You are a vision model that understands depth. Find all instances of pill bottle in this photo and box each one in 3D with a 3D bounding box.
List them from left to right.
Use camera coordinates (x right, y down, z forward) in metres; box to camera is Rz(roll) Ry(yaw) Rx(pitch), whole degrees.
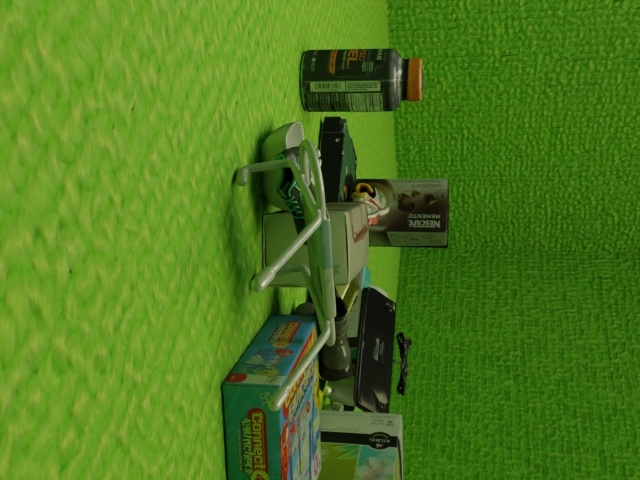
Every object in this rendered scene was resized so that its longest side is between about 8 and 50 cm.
[{"bbox_3d":[0.098,0.262,1.999,0.161,0.161,0.283,77,17,-55],"label":"pill bottle"},{"bbox_3d":[0.089,-0.332,1.629,0.130,0.246,0.130,1,90,-80],"label":"pill bottle"}]

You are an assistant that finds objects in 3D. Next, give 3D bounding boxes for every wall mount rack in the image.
[{"bbox_3d":[-0.043,0.049,1.109,0.304,0.130,0.350,-111,-167,-55],"label":"wall mount rack"}]

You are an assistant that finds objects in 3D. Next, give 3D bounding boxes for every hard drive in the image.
[{"bbox_3d":[0.036,-0.095,1.883,0.237,0.064,0.339,65,29,-68],"label":"hard drive"}]

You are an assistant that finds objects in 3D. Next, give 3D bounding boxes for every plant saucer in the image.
[{"bbox_3d":[0.037,0.145,1.790,0.188,0.045,0.188,-65,166,-9],"label":"plant saucer"}]

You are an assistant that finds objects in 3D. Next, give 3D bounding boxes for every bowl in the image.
[{"bbox_3d":[-0.065,-0.129,1.341,0.142,0.053,0.142,-60,151,-70],"label":"bowl"}]

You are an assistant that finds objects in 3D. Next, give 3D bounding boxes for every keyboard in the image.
[{"bbox_3d":[0.151,0.281,1.897,0.201,0.033,0.317,35,49,-35],"label":"keyboard"}]

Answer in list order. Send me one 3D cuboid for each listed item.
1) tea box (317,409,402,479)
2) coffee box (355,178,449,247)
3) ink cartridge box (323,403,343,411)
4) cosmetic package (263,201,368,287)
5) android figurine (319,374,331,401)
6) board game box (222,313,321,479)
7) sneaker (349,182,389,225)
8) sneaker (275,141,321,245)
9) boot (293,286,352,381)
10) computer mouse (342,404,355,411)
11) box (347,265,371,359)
[{"bbox_3d":[0.059,0.589,1.658,0.323,0.220,0.329,-71,160,-62],"label":"tea box"},{"bbox_3d":[0.210,-0.076,2.200,0.119,0.297,0.168,68,25,-65],"label":"coffee box"},{"bbox_3d":[0.023,0.546,1.937,0.181,0.056,0.224,-65,153,-65],"label":"ink cartridge box"},{"bbox_3d":[0.000,0.000,1.451,0.296,0.153,0.129,-37,126,-79],"label":"cosmetic package"},{"bbox_3d":[-0.008,0.304,1.593,0.273,0.056,0.248,-57,164,-69],"label":"android figurine"},{"bbox_3d":[-0.069,0.312,1.281,0.308,0.086,0.302,-55,146,-72],"label":"board game box"},{"bbox_3d":[0.120,-0.100,1.931,0.225,0.088,0.092,-55,144,-73],"label":"sneaker"},{"bbox_3d":[-0.040,-0.072,1.253,0.076,0.065,0.166,-12,99,-43],"label":"sneaker"},{"bbox_3d":[0.008,0.135,1.472,0.246,0.083,0.161,-126,-149,-60],"label":"boot"},{"bbox_3d":[0.105,0.400,2.186,0.272,0.072,0.188,-70,-176,-73],"label":"computer mouse"},{"bbox_3d":[0.062,0.173,1.934,0.060,0.100,0.244,60,31,-49],"label":"box"}]
